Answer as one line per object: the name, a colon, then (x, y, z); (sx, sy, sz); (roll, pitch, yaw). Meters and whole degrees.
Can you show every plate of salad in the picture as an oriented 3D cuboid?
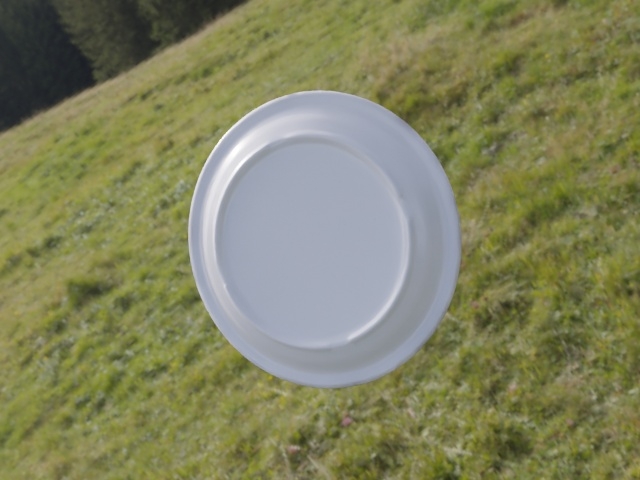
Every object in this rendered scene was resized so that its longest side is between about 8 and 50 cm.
plate of salad: (0.000, 0.000, 0.549); (0.199, 0.200, 0.048); (-25, -6, 22)
